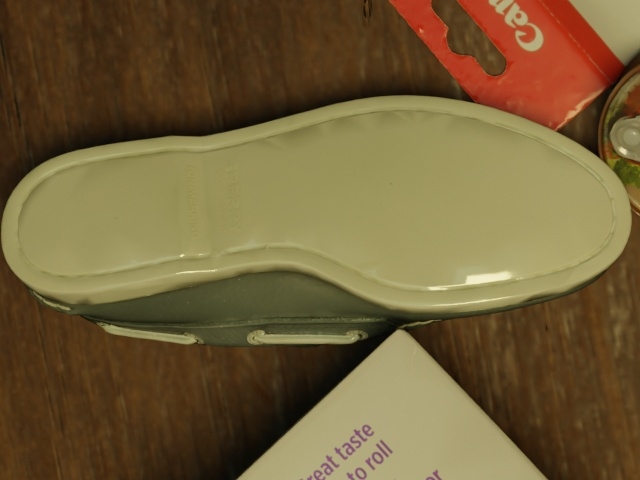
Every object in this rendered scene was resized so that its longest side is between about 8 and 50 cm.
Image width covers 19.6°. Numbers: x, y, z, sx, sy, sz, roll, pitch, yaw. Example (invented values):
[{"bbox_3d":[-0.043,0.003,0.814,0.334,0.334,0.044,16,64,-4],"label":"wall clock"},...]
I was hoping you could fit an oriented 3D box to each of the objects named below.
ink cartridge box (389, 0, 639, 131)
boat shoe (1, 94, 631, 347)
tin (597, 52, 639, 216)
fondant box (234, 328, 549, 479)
[{"bbox_3d":[0.125,-0.153,0.947,0.179,0.045,0.145,-40,85,9],"label":"ink cartridge box"},{"bbox_3d":[0.000,0.000,0.967,0.319,0.099,0.116,-3,66,8],"label":"boat shoe"},{"bbox_3d":[0.233,-0.050,0.913,0.189,0.040,0.106,5,116,16],"label":"tin"},{"bbox_3d":[0.063,0.245,0.898,0.238,0.096,0.330,-42,82,-7],"label":"fondant box"}]
